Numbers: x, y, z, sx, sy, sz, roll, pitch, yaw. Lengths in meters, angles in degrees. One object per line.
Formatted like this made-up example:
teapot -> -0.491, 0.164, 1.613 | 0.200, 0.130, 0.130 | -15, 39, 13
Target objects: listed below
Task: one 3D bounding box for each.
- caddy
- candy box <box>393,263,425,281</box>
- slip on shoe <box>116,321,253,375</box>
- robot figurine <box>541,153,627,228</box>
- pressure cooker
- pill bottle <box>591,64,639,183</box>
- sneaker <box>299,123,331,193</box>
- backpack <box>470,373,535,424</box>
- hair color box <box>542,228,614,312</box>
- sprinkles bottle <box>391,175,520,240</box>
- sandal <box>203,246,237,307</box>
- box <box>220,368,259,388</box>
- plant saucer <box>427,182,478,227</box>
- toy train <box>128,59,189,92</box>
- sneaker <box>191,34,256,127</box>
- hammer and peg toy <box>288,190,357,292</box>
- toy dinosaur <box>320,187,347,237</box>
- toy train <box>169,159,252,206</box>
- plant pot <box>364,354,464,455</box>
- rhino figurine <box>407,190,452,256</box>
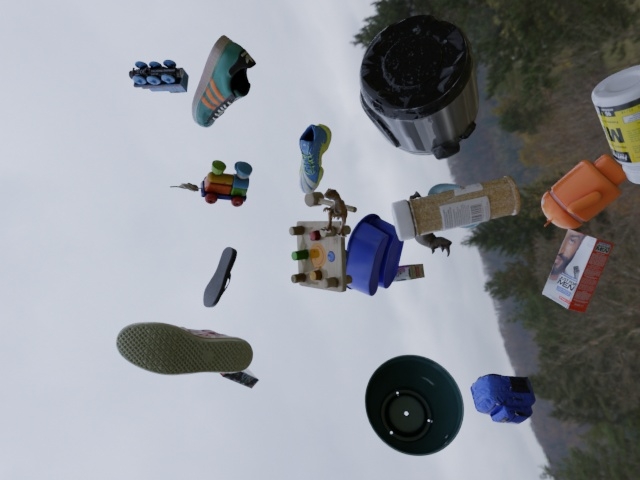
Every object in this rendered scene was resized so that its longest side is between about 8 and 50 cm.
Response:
caddy -> 0.202, 0.060, 1.968 | 0.241, 0.179, 0.341 | -17, -56, -49
candy box -> 0.367, 0.149, 2.172 | 0.233, 0.159, 0.071 | 2, -100, -64
slip on shoe -> -0.335, 0.268, 1.187 | 0.331, 0.101, 0.123 | 12, -94, -27
robot figurine -> 0.661, -0.117, 1.213 | 0.128, 0.219, 0.158 | 25, -146, -26
pressure cooker -> 0.356, -0.493, 1.636 | 0.370, 0.375, 0.420 | -66, -26, -4
pill bottle -> 0.623, -0.221, 0.929 | 0.208, 0.119, 0.119 | 53, -150, -23
sneaker -> -0.043, -0.279, 1.592 | 0.126, 0.091, 0.240 | 5, -80, -60
backpack -> 0.409, 0.356, 1.077 | 0.101, 0.120, 0.098 | -88, 14, -47
hair color box -> 0.582, 0.067, 1.085 | 0.093, 0.053, 0.167 | -127, 52, -71
sprinkles bottle -> 0.393, -0.093, 1.407 | 0.121, 0.355, 0.121 | -13, -90, -83
sandal -> -0.383, 0.152, 1.876 | 0.054, 0.097, 0.254 | 28, -96, -44
box -> -0.320, 0.428, 1.656 | 0.159, 0.044, 0.233 | 37, 169, 29
plant saucer -> 0.445, -0.123, 1.559 | 0.037, 0.195, 0.195 | -51, -55, -27
toy train -> -0.524, -0.528, 1.550 | 0.105, 0.184, 0.080 | 57, -146, -74
sneaker -> -0.272, -0.414, 1.340 | 0.121, 0.302, 0.108 | 34, -131, -3
hammer and peg toy -> 0.000, 0.000, 1.741 | 0.127, 0.266, 0.361 | -5, -84, -40
toy dinosaur -> 0.048, -0.066, 1.157 | 0.211, 0.064, 0.112 | 52, -128, -77
toy train -> -0.349, -0.200, 1.540 | 0.248, 0.143, 0.105 | 5, -131, -24
plant pot -> 0.281, 0.530, 1.497 | 0.196, 0.293, 0.293 | 86, -178, -59
rhino figurine -> 0.359, -0.043, 1.620 | 0.243, 0.106, 0.073 | 54, -173, 5
